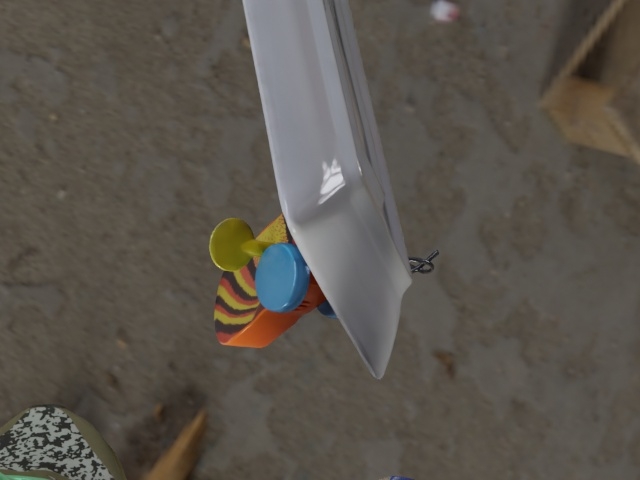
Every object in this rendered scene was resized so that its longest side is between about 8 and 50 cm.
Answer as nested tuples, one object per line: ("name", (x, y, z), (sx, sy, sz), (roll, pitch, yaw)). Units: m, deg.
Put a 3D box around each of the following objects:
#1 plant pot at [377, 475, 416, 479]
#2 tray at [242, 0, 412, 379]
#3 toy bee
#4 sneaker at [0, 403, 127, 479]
("plant pot", (0.033, 0.387, 1.680), (0.212, 0.236, 0.236), (62, 26, -7))
("tray", (-0.005, -0.089, 0.691), (0.030, 0.270, 0.145), (-17, 149, 9))
("toy bee", (0.000, 0.000, 1.675), (0.195, 0.298, 0.162), (25, 54, -55))
("sneaker", (-0.223, 0.213, 1.141), (0.158, 0.410, 0.182), (-4, 119, 4))
